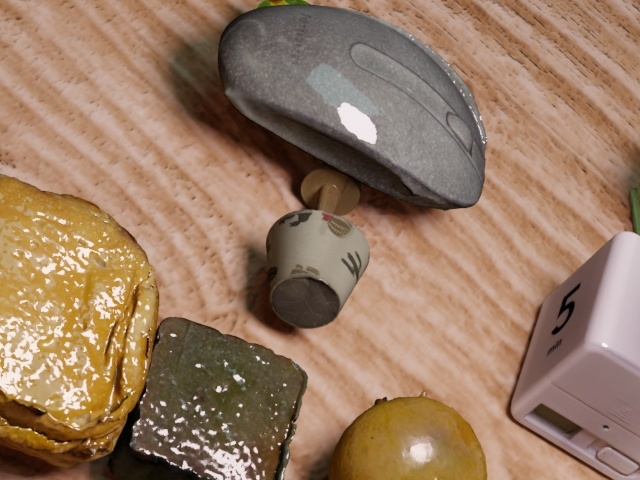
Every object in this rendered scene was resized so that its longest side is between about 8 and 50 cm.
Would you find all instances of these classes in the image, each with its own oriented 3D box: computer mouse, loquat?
[{"bbox_3d":[0.058,-0.165,1.982,0.374,0.114,0.203,23,48,-19],"label":"computer mouse"},{"bbox_3d":[0.094,0.257,1.786,0.172,0.149,0.204,2,69,-35],"label":"loquat"}]

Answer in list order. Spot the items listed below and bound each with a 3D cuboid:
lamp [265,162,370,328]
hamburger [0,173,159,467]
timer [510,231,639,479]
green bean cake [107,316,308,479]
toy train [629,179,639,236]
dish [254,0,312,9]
[{"bbox_3d":[0.000,0.000,1.934,0.121,0.121,0.214,28,39,-11],"label":"lamp"},{"bbox_3d":[-0.308,0.080,1.663,0.319,0.158,0.318,16,52,-22],"label":"hamburger"},{"bbox_3d":[0.365,0.142,1.996,0.192,0.194,0.195,32,49,-8],"label":"timer"},{"bbox_3d":[-0.116,0.190,1.744,0.173,0.094,0.181,22,50,-15],"label":"green bean cake"},{"bbox_3d":[0.476,-0.007,2.167,0.120,0.202,0.301,1,55,-2],"label":"toy train"},{"bbox_3d":[-0.029,-0.204,2.085,0.149,0.080,0.207,-15,69,-38],"label":"dish"}]
